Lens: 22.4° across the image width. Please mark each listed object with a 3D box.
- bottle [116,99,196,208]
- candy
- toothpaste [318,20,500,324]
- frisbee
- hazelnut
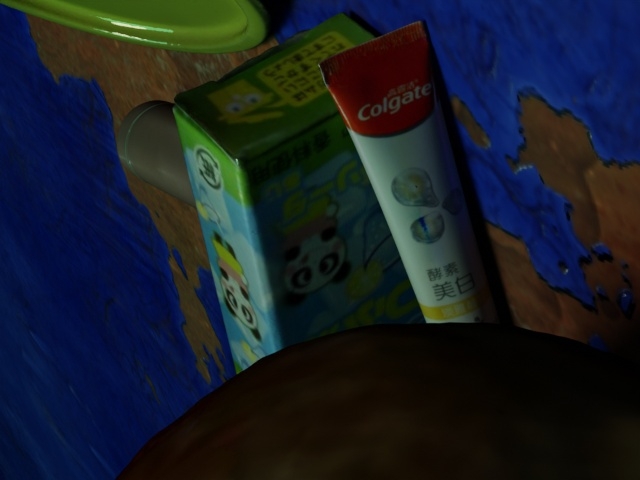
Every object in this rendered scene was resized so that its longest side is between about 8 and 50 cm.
[{"bbox_3d":[-0.076,-0.049,0.955,0.140,0.053,0.053,26,139,59],"label":"bottle"},{"bbox_3d":[0.000,0.000,0.765,0.062,0.097,0.194,40,152,41],"label":"candy"},{"bbox_3d":[0.050,-0.004,0.716,0.031,0.048,0.190,-117,5,-62],"label":"toothpaste"},{"bbox_3d":[-0.134,-0.144,0.805,0.236,0.236,0.017,-5,67,69],"label":"frisbee"},{"bbox_3d":[0.069,0.226,0.553,0.421,0.353,0.421,2,93,42],"label":"hazelnut"}]
